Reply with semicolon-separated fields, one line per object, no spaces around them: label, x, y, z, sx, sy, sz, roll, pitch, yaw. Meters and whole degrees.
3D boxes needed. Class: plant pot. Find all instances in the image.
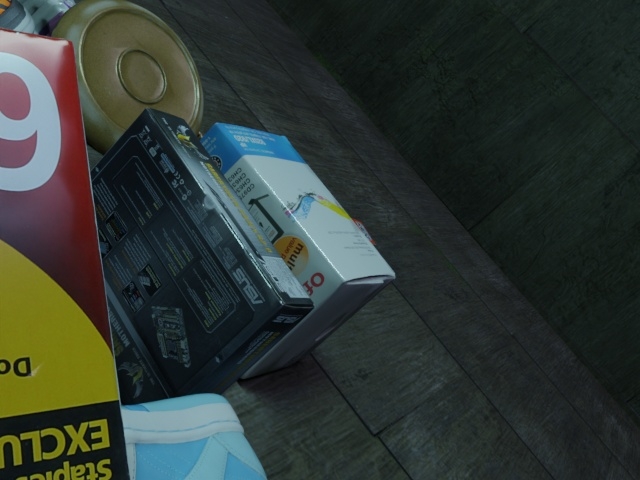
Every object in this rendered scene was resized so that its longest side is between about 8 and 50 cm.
plant pot;-0.239;-0.211;1.064;0.236;0.032;0.236;18;64;-43

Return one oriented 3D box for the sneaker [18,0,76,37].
sneaker;-0.381;-0.326;1.105;0.236;0.095;0.104;58;15;15

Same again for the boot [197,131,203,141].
boot;-0.199;-0.155;1.195;0.158;0.059;0.085;51;13;17

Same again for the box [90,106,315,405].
box;-0.139;0.027;0.726;0.231;0.183;0.056;53;20;22

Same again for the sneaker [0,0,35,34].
sneaker;-0.299;-0.156;0.503;0.180;0.125;0.321;58;14;-24

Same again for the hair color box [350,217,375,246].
hair color box;0.000;0.000;1.246;0.167;0.093;0.053;19;33;-54

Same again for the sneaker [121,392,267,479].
sneaker;-0.098;0.213;0.512;0.208;0.127;0.319;51;19;17

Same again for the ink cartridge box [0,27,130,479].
ink cartridge box;-0.234;0.054;0.271;0.310;0.130;0.271;0;76;-46

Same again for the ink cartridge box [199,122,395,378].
ink cartridge box;-0.065;0.011;0.945;0.232;0.171;0.168;51;18;15
